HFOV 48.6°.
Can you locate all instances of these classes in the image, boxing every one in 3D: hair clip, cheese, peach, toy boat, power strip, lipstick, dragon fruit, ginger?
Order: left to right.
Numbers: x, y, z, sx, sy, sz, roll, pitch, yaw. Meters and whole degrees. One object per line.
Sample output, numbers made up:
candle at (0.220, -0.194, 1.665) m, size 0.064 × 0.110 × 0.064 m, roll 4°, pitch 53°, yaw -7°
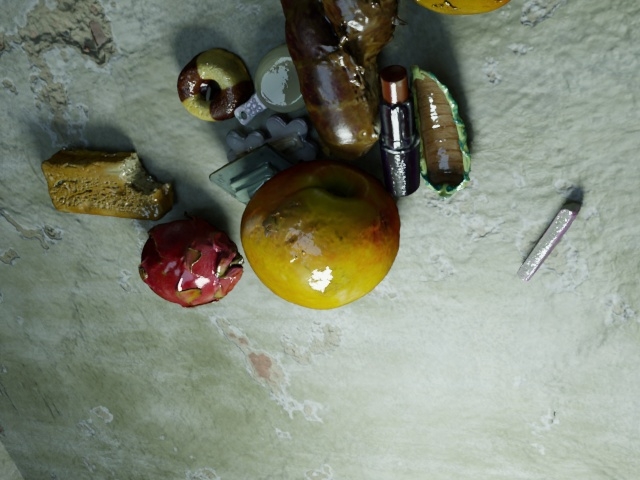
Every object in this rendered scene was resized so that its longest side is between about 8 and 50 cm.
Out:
dragon fruit at (-0.343, 0.053, 1.816) m, size 0.315 × 0.250 × 0.250 m, roll 32°, pitch 132°, yaw 30°
power strip at (-0.131, -0.118, 1.625) m, size 0.213 × 0.065 × 0.198 m, roll -25°, pitch 139°, yaw 37°
hair clip at (-0.120, -0.208, 1.619) m, size 0.256 × 0.075 × 0.146 m, roll -17°, pitch 112°, yaw 30°
cheese at (-0.099, -0.322, 1.517) m, size 0.227 × 0.064 × 0.137 m, roll -32°, pitch 98°, yaw 32°
peach at (-0.001, -0.002, 1.523) m, size 0.373 × 0.372 × 0.290 m, roll -52°, pitch 57°, yaw 41°
ginger at (0.058, -0.349, 1.355) m, size 0.254 × 0.176 × 0.419 m, roll 2°, pitch 116°, yaw 34°
lipstick at (0.149, -0.203, 1.350) m, size 0.081 × 0.081 × 0.300 m, roll 16°, pitch 147°, yaw 21°
toy boat at (0.230, -0.226, 1.388) m, size 0.108 × 0.099 × 0.293 m, roll 1°, pitch 127°, yaw 30°

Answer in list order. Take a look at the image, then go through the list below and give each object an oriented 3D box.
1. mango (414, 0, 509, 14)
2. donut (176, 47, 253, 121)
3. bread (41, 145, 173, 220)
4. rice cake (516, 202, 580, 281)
mango at (0.235, -0.472, 1.207) m, size 0.248 × 0.151 × 0.156 m, roll 16°, pitch 95°, yaw 28°
donut at (-0.245, -0.343, 1.600) m, size 0.183 × 0.073 × 0.166 m, roll 1°, pitch 117°, yaw 28°
bread at (-0.563, -0.155, 1.882) m, size 0.380 × 0.109 × 0.185 m, roll 6°, pitch 114°, yaw 24°
rice cake at (0.460, 0.003, 1.432) m, size 0.036 × 0.047 × 0.207 m, roll 35°, pitch 130°, yaw 14°
